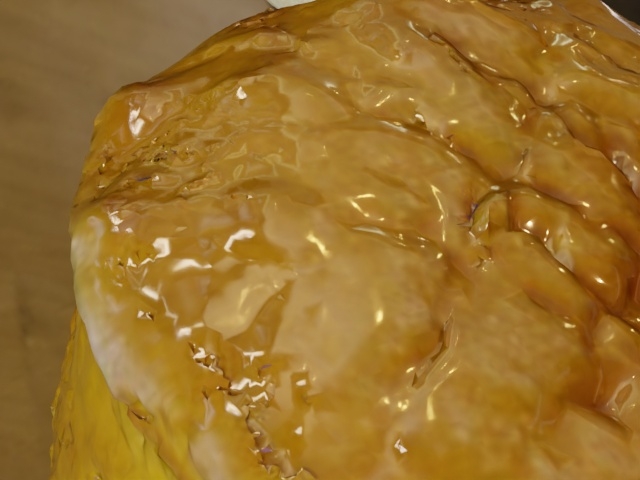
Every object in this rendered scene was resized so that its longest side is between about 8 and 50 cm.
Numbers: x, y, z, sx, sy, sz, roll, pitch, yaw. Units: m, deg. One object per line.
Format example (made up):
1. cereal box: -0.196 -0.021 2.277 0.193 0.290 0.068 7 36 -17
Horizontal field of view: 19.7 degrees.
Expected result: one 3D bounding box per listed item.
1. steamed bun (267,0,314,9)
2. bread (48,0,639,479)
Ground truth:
1. steamed bun: 0.065 -0.313 1.539 0.255 0.342 0.368 -77 178 -47
2. bread: 0.082 0.070 0.705 0.398 0.215 0.398 16 43 -15
